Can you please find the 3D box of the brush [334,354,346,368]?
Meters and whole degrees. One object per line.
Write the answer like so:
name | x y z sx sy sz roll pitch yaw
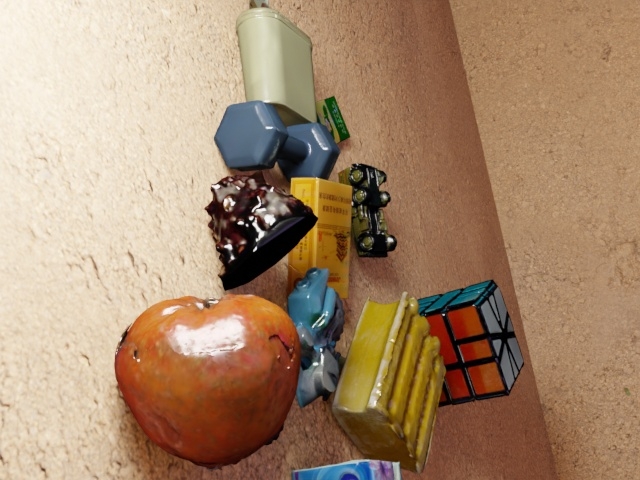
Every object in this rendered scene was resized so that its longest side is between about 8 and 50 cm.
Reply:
brush | 0.068 0.299 1.648 0.178 0.030 0.033 30 59 -54

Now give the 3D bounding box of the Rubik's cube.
Rubik's cube | 0.411 0.304 2.011 0.288 0.283 0.293 -24 97 -62

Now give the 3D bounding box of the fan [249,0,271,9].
fan | -0.145 -0.608 1.796 0.152 0.008 0.227 32 48 -51

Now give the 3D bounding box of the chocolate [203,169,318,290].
chocolate | -0.142 -0.041 1.316 0.224 0.206 0.177 -34 79 -25

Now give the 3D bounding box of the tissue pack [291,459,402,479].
tissue pack | 0.059 0.563 1.291 0.146 0.198 0.263 27 51 -51

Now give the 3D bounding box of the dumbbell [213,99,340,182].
dumbbell | -0.088 -0.210 1.509 0.316 0.143 0.156 5 113 -61

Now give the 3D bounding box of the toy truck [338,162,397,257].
toy truck | 0.116 -0.074 1.851 0.127 0.127 0.257 3 72 -55

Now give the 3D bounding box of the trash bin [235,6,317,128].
trash bin | -0.100 -0.401 1.644 0.243 0.121 0.247 20 60 -58

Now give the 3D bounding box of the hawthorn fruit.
hawthorn fruit | -0.161 0.228 1.036 0.276 0.276 0.307 -42 132 -61

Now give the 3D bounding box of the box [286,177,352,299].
box | 0.000 0.000 1.565 0.174 0.076 0.274 4 88 -60

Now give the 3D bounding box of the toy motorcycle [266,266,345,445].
toy motorcycle | -0.063 0.187 1.304 0.416 0.172 0.232 -48 124 -49

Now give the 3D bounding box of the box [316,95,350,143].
box | 0.009 -0.323 1.889 0.235 0.034 0.132 -38 108 -61

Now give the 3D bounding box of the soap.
soap | 0.179 0.344 1.643 0.293 0.156 0.335 59 37 -37
